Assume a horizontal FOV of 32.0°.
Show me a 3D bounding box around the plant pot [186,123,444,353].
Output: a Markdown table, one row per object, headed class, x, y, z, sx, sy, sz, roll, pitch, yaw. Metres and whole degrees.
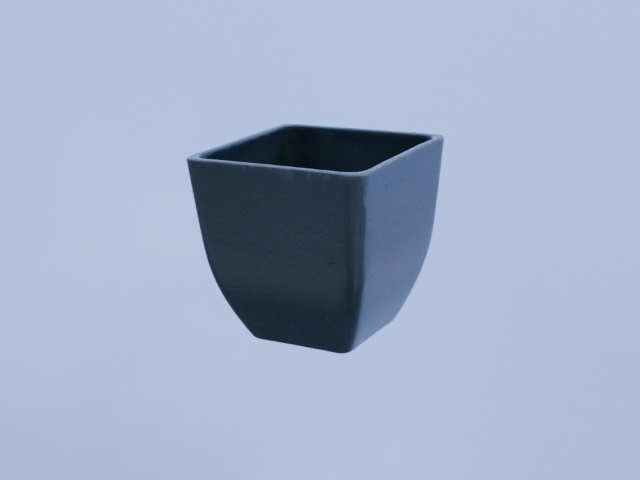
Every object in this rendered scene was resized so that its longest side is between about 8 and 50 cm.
| class | x | y | z | sx | sy | sz | roll | pitch | yaw |
| --- | --- | --- | --- | --- | --- | --- | --- | --- | --- |
| plant pot | 0.000 | 0.000 | 1.433 | 0.247 | 0.248 | 0.252 | 8 | -71 | 28 |
